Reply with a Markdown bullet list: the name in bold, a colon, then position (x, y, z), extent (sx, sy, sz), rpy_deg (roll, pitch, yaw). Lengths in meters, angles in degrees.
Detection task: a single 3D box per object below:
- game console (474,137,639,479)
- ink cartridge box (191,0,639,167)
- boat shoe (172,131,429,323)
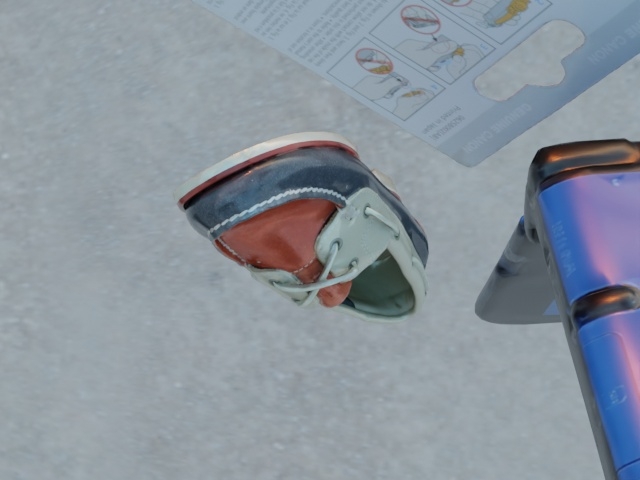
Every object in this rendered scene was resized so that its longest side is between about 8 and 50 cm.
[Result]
- **game console**: position (0.222, 0.048, 0.581), extent (0.293, 0.250, 0.173), rpy_deg (-4, 133, -3)
- **ink cartridge box**: position (0.017, -0.136, 0.638), extent (0.232, 0.189, 0.066), rpy_deg (25, 63, -16)
- **boat shoe**: position (0.000, 0.000, 0.469), extent (0.137, 0.049, 0.043), rpy_deg (19, 50, -69)
